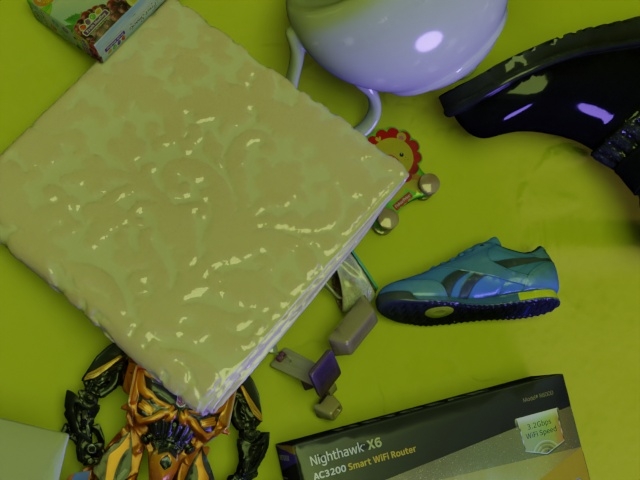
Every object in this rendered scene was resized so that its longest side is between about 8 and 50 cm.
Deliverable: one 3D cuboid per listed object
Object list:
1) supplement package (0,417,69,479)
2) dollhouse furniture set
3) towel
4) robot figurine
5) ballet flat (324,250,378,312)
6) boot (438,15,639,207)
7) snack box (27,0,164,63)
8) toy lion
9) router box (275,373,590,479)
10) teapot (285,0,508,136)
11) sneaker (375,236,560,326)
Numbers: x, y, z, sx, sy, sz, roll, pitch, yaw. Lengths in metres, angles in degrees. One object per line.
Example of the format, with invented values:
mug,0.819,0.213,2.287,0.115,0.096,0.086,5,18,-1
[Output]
supplement package,-0.351,0.260,1.141,0.203,0.149,0.194,16,54,-12
dollhouse furniture set,0.005,0.111,1.357,0.081,0.091,0.114,23,60,34
towel,-0.132,-0.045,1.281,0.332,0.053,0.317,38,74,13
robot figurine,-0.160,0.240,1.260,0.211,0.085,0.291,15,78,-14
ballet flat,0.000,0.000,1.357,0.052,0.057,0.168,-32,91,-8
boot,0.320,-0.100,1.420,0.347,0.131,0.260,-16,87,-18
snack box,-0.214,-0.261,1.322,0.100,0.037,0.141,34,72,23
toy lion,0.073,-0.070,1.401,0.100,0.034,0.096,-41,87,-17
router box,0.132,0.290,1.337,0.308,0.081,0.243,-13,86,-17
teapot,0.098,-0.237,1.344,0.187,0.256,0.253,50,52,-30
sneaker,0.155,0.042,1.393,0.209,0.069,0.082,-3,67,-15
